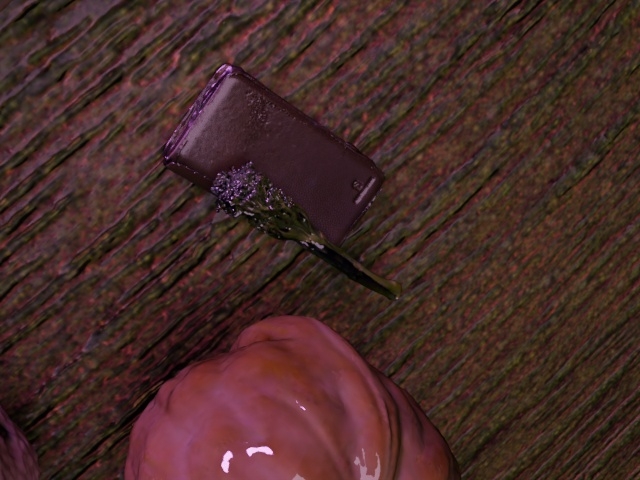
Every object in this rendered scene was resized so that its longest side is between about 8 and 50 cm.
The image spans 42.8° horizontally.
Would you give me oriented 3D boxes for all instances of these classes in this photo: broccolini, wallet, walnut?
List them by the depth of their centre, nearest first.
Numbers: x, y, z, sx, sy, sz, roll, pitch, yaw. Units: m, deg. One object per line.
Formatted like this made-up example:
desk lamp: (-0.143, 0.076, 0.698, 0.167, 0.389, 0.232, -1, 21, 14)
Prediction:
walnut: (-0.030, 0.212, 0.749, 0.296, 0.285, 0.285, -4, 116, -37)
wallet: (-0.037, -0.068, 0.752, 0.198, 0.031, 0.110, 31, 98, -33)
broccolini: (0.000, 0.000, 0.759, 0.239, 0.051, 0.054, 32, 53, -35)

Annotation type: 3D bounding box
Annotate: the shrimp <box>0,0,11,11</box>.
shrimp: (-0.274, -0.211, 0.562, 0.294, 0.062, 0.154, -35, 117, -3)

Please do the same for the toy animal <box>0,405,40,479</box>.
toy animal: (-0.364, 0.160, 0.596, 0.358, 0.226, 0.188, 26, 101, -32)
